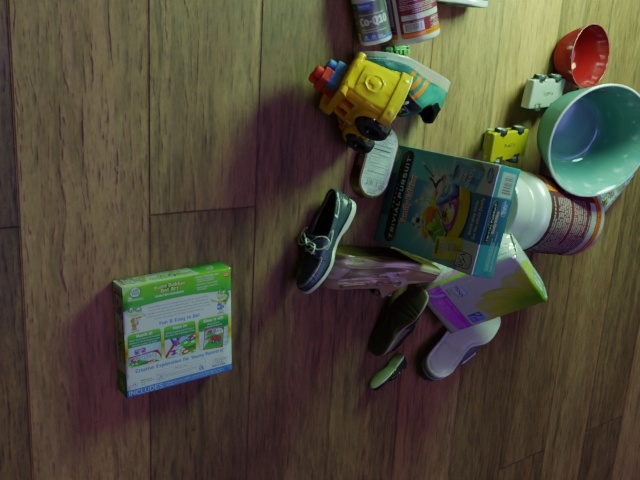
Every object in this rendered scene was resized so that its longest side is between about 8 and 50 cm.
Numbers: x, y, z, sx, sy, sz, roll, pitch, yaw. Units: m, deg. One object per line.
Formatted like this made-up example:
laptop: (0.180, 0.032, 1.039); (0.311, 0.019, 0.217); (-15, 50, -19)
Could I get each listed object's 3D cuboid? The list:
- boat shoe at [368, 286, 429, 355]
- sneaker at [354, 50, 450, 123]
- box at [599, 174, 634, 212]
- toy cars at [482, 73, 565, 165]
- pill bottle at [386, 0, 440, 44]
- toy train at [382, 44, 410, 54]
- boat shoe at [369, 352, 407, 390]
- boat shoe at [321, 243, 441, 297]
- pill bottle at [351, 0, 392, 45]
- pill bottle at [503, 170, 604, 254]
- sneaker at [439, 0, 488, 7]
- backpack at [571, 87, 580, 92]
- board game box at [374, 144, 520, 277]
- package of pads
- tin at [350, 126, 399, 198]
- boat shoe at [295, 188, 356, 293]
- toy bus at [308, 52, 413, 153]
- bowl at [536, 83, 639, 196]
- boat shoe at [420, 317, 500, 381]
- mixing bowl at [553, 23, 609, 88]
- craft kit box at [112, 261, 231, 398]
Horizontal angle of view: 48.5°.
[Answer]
boat shoe: (0.215, 0.215, 1.891); (0.223, 0.080, 0.073); (-55, 150, 14)
sneaker: (0.193, -0.361, 1.689); (0.302, 0.108, 0.121); (12, 92, -40)
box: (0.895, -0.190, 2.303); (0.293, 0.057, 0.201); (-46, 127, -17)
toy cars: (0.550, -0.346, 1.982); (0.393, 0.087, 0.176); (-51, 139, -18)
pill bottle: (0.198, -0.569, 1.620); (0.121, 0.121, 0.221); (-28, 119, -28)
toy train: (0.183, -0.458, 1.710); (0.083, 0.017, 0.023); (-13, 101, -34)
boat shoe: (0.189, 0.367, 1.947); (0.133, 0.049, 0.042); (-41, 116, -26)
boat shoe: (0.151, 0.082, 1.796); (0.341, 0.122, 0.110); (7, 104, -28)
pill bottle: (0.112, -0.516, 1.599); (0.078, 0.078, 0.137); (-29, 119, -27)
pill bottle: (0.602, -0.078, 2.012); (0.392, 0.224, 0.223); (5, 101, -38)
sneaker: (0.334, -0.635, 1.728); (0.217, 0.079, 0.121); (-5, 108, -35)
backpack: (0.763, -0.365, 2.114); (0.182, 0.115, 0.151); (-19, 117, -28)
board game box: (0.291, -0.078, 1.702); (0.079, 0.336, 0.253); (7, 99, -39)
package of pads: (0.426, 0.117, 1.917); (0.297, 0.101, 0.229); (-24, 130, 23)
tin: (0.136, -0.195, 1.745); (0.106, 0.040, 0.189); (9, 98, -43)
boat shoe: (0.000, 0.000, 1.663); (0.079, 0.095, 0.254); (34, 81, -40)
toy bus: (0.068, -0.315, 1.581); (0.212, 0.220, 0.149); (27, 72, -9)
bowl: (0.724, -0.290, 1.959); (0.312, 0.163, 0.311); (-6, 114, -14)
boat shoe: (0.403, 0.300, 2.080); (0.319, 0.116, 0.099); (-37, 166, -31)
mixing bowl: (0.741, -0.533, 2.056); (0.182, 0.098, 0.181); (-12, 110, -33)
craft kit box: (-0.309, 0.186, 1.514); (0.250, 0.061, 0.246); (-9, 112, -35)
